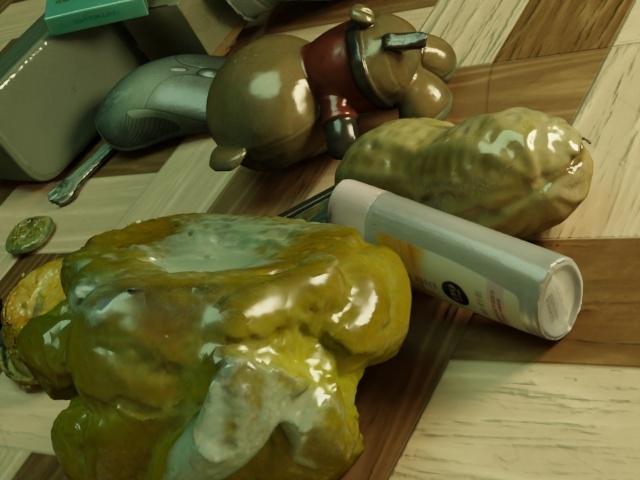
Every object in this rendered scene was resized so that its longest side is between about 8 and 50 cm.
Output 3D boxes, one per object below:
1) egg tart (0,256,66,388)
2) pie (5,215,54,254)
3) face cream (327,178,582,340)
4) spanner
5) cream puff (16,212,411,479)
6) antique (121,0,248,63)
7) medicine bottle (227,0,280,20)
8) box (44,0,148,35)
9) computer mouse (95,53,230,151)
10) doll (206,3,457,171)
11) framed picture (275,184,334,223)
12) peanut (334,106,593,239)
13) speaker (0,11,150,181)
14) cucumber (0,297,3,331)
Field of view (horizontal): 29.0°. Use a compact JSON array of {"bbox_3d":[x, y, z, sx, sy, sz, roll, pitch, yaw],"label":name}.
[{"bbox_3d":[-0.330,0.091,1.559,0.212,0.090,0.213,-22,37,18],"label":"egg tart"},{"bbox_3d":[-0.433,-0.006,1.840,0.084,0.021,0.084,-19,36,15],"label":"pie"},{"bbox_3d":[0.125,0.017,1.212,0.269,0.107,0.073,23,54,40],"label":"face cream"},{"bbox_3d":[-0.322,-0.160,1.956,0.071,0.017,0.302,11,52,49],"label":"spanner"},{"bbox_3d":[-0.103,0.133,1.166,0.378,0.276,0.378,-4,16,1],"label":"cream puff"},{"bbox_3d":[-0.214,-0.364,2.017,0.152,0.148,0.147,-1,45,41],"label":"antique"},{"bbox_3d":[-0.021,-0.485,1.929,0.290,0.245,0.245,-19,34,21],"label":"medicine bottle"},{"bbox_3d":[-0.354,-0.427,1.984,0.162,0.041,0.229,-11,48,5],"label":"box"},{"bbox_3d":[-0.188,-0.229,1.861,0.379,0.090,0.167,-7,42,26],"label":"computer mouse"},{"bbox_3d":[0.003,-0.194,1.573,0.329,0.174,0.235,-17,41,21],"label":"doll"},{"bbox_3d":[0.000,0.000,1.450,0.128,0.023,0.168,-27,32,8],"label":"framed picture"},{"bbox_3d":[0.141,-0.069,1.316,0.313,0.149,0.149,9,50,47],"label":"peanut"},{"bbox_3d":[-0.429,-0.274,2.059,0.184,0.183,0.406,-1,44,48],"label":"speaker"},{"bbox_3d":[-0.534,0.198,1.591,0.096,0.096,0.359,12,50,49],"label":"cucumber"}]
